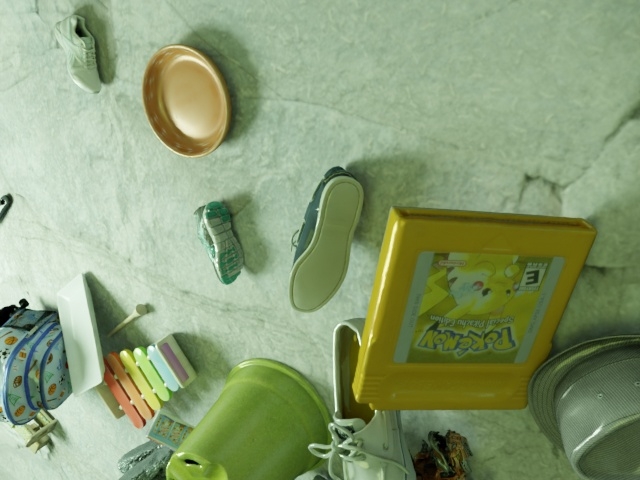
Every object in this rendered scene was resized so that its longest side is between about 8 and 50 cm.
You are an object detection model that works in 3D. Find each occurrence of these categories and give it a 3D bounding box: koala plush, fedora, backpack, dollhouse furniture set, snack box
[{"bbox_3d":[-0.347,0.589,1.376,0.203,0.196,0.221,-30,101,-8],"label":"koala plush"},{"bbox_3d":[0.424,0.255,0.783,0.275,0.124,0.244,-23,103,28],"label":"fedora"},{"bbox_3d":[-0.738,0.327,1.448,0.213,0.263,0.277,3,113,13],"label":"backpack"},{"bbox_3d":[-0.906,0.544,1.738,0.182,0.101,0.161,42,125,10],"label":"dollhouse furniture set"},{"bbox_3d":[-0.303,0.453,1.317,0.178,0.064,0.022,33,147,-15],"label":"snack box"}]

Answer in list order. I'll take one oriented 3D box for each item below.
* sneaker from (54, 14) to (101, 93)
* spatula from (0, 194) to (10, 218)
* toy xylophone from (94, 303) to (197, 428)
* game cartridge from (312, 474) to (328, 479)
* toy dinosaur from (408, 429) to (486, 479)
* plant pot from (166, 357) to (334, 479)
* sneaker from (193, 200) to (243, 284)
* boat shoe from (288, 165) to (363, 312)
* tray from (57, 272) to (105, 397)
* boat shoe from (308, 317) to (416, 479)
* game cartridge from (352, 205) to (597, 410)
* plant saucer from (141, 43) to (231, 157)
[{"bbox_3d":[-0.462,-0.360,1.122,0.061,0.053,0.152,-15,101,32],"label":"sneaker"},{"bbox_3d":[-0.868,-0.026,1.520,0.084,0.030,0.296,51,126,2],"label":"spatula"},{"bbox_3d":[-0.424,0.295,1.357,0.236,0.081,0.322,51,126,3],"label":"toy xylophone"},{"bbox_3d":[0.008,0.651,1.146,0.198,0.062,0.297,19,74,30],"label":"game cartridge"},{"bbox_3d":[0.179,0.472,1.037,0.218,0.164,0.322,8,97,12],"label":"toy dinosaur"},{"bbox_3d":[-0.151,0.416,1.137,0.276,0.254,0.276,12,116,26],"label":"plant pot"},{"bbox_3d":[-0.201,0.004,1.124,0.076,0.065,0.167,4,109,47],"label":"sneaker"},{"bbox_3d":[0.000,0.000,0.967,0.095,0.079,0.255,6,114,-16],"label":"boat shoe"},{"bbox_3d":[-0.573,0.227,1.397,0.145,0.030,0.270,-31,69,37],"label":"tray"},{"bbox_3d":[0.060,0.303,0.922,0.135,0.156,0.367,-10,73,41],"label":"boat shoe"},{"bbox_3d":[0.207,0.112,0.822,0.285,0.053,0.324,3,117,-11],"label":"game cartridge"},{"bbox_3d":[-0.236,-0.250,1.043,0.200,0.037,0.200,13,117,27],"label":"plant saucer"}]
